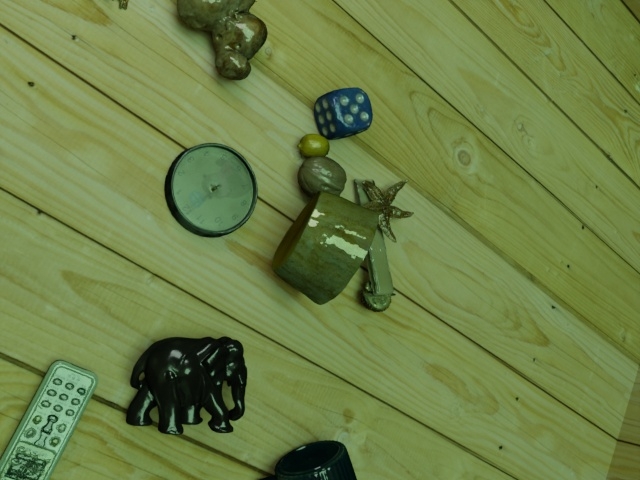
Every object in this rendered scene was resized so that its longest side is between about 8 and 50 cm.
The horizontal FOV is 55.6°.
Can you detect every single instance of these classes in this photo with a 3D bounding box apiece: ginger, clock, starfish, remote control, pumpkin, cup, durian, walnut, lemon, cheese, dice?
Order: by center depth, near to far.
[{"bbox_3d":[-0.689,0.471,1.519,0.128,0.066,0.335,32,72,-26],"label":"remote control"},{"bbox_3d":[-0.315,-0.148,1.778,0.281,0.055,0.280,2,85,-30],"label":"clock"},{"bbox_3d":[-0.267,-0.629,1.779,0.245,0.155,0.304,-37,104,-28],"label":"ginger"},{"bbox_3d":[0.000,0.000,1.797,0.199,0.332,0.332,36,70,-18],"label":"pumpkin"},{"bbox_3d":[-0.018,0.779,1.811,0.242,0.308,0.292,-23,99,-61],"label":"cup"},{"bbox_3d":[0.005,-0.195,1.918,0.162,0.140,0.140,28,73,-14],"label":"walnut"},{"bbox_3d":[-0.023,-0.302,1.938,0.111,0.082,0.082,5,84,-27],"label":"lemon"},{"bbox_3d":[0.072,-0.410,1.962,0.146,0.146,0.143,-17,93,-29],"label":"dice"},{"bbox_3d":[0.216,-0.110,2.023,0.277,0.062,0.235,-37,99,-40],"label":"starfish"},{"bbox_3d":[0.175,-0.015,2.027,0.085,0.034,0.400,-4,78,-33],"label":"cheese"},{"bbox_3d":[0.184,0.190,2.030,0.140,0.071,0.110,0,73,-32],"label":"durian"}]

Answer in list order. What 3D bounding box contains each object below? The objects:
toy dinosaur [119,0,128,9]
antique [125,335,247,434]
[{"bbox_3d":[-0.602,-0.748,1.657,0.142,0.057,0.212,-8,92,-41],"label":"toy dinosaur"},{"bbox_3d":[-0.350,0.383,1.650,0.322,0.185,0.255,10,83,-25],"label":"antique"}]
